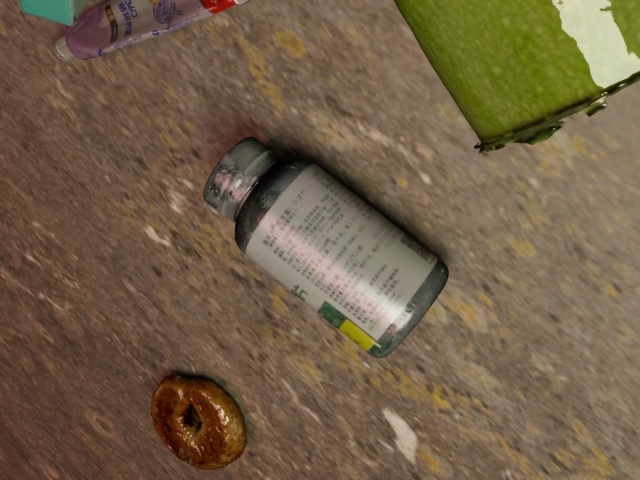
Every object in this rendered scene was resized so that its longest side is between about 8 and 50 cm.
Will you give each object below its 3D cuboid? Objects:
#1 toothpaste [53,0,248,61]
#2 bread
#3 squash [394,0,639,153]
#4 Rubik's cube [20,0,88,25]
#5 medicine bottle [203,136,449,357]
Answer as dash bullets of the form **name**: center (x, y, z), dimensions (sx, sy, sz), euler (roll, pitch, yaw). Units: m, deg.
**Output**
- **toothpaste**: center (-0.230, -0.285, 0.795), dimensions (0.301, 0.048, 0.075), euler (-11, 105, 30)
- **bread**: center (-0.210, 0.313, 1.093), dimensions (0.193, 0.064, 0.193), euler (10, 113, 25)
- **squash**: center (0.142, -0.283, 0.454), dimensions (0.263, 0.263, 0.384), euler (-25, 102, 36)
- **Rubik's cube**: center (-0.317, -0.363, 0.690), dimensions (0.213, 0.265, 0.224), euler (13, 90, -8)
- **medicine bottle**: center (0.000, 0.000, 0.758), dimensions (0.293, 0.141, 0.141), euler (39, 127, 6)
